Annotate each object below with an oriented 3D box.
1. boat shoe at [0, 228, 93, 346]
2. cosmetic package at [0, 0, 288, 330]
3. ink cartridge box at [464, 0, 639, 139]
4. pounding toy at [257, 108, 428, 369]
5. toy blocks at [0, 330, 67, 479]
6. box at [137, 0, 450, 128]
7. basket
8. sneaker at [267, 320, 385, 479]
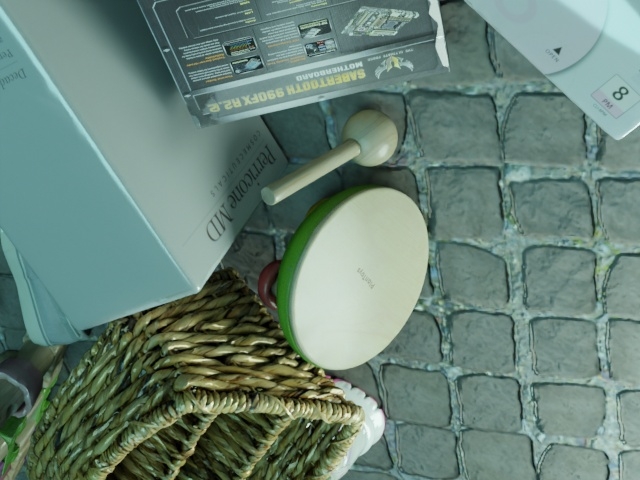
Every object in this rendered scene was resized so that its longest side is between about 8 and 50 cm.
[{"bbox_3d":[-0.300,0.021,1.341,0.081,0.079,0.228,-2,124,5],"label":"boat shoe"},{"bbox_3d":[-0.239,-0.173,1.061,0.161,0.230,0.453,-18,116,32],"label":"cosmetic package"},{"bbox_3d":[0.250,-0.213,0.926,0.189,0.066,0.232,41,134,-8],"label":"ink cartridge box"},{"bbox_3d":[0.000,0.000,1.143,0.110,0.183,0.237,24,136,42],"label":"pounding toy"},{"bbox_3d":[-0.412,0.249,1.428,0.308,0.260,0.289,28,131,3],"label":"toy blocks"},{"bbox_3d":[-0.019,-0.190,0.970,0.231,0.056,0.183,-12,145,7],"label":"box"},{"bbox_3d":[-0.138,0.215,1.186,0.223,0.213,0.299,47,128,17],"label":"basket"},{"bbox_3d":[-0.052,0.175,1.307,0.252,0.111,0.103,32,131,0],"label":"sneaker"}]
